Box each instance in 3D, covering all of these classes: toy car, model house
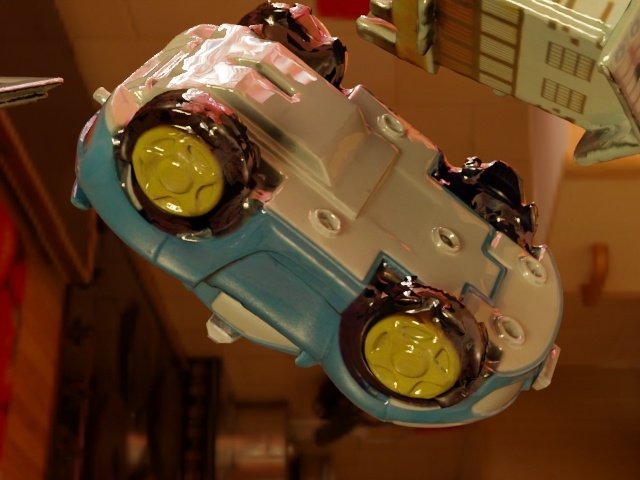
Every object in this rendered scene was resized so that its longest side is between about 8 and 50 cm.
[{"bbox_3d":[0.000,0.000,0.744,0.166,0.314,0.198,-49,-175,37],"label":"toy car"},{"bbox_3d":[0.146,-0.190,0.743,0.224,0.215,0.198,-61,165,-12],"label":"model house"}]

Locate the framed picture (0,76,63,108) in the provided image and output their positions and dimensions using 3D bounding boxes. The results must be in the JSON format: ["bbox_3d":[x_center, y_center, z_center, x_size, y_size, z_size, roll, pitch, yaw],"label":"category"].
[{"bbox_3d":[-0.321,-0.068,0.645,0.232,0.296,0.019,-29,121,-64],"label":"framed picture"}]
